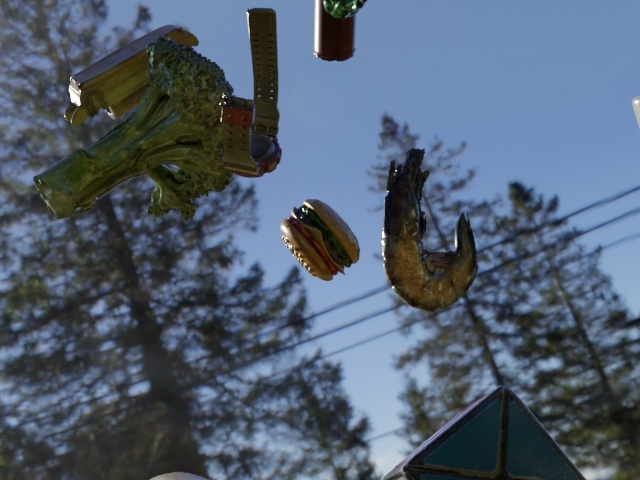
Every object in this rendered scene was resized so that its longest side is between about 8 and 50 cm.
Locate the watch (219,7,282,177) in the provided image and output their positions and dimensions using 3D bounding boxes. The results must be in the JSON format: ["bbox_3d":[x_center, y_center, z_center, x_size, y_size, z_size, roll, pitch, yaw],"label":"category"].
[{"bbox_3d":[-0.112,-0.225,1.562,0.102,0.164,0.268,11,-38,8],"label":"watch"}]

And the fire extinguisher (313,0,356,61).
[{"bbox_3d":[0.018,-0.610,2.329,0.106,0.147,0.336,-52,-30,-49],"label":"fire extinguisher"}]

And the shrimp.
[{"bbox_3d":[0.240,-0.024,2.100,0.233,0.364,0.071,10,-19,-19],"label":"shrimp"}]

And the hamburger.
[{"bbox_3d":[0.000,0.000,1.808,0.115,0.162,0.162,-40,-17,-5],"label":"hamburger"}]

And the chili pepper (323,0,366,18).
[{"bbox_3d":[0.069,-0.538,2.031,0.083,0.099,0.253,-35,6,-12],"label":"chili pepper"}]

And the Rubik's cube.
[{"bbox_3d":[0.299,0.447,1.757,0.259,0.260,0.255,-39,-10,-15],"label":"Rubik's cube"}]

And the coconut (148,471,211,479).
[{"bbox_3d":[-0.211,0.510,1.594,0.239,0.239,0.244,-12,7,-26],"label":"coconut"}]

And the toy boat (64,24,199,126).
[{"bbox_3d":[-0.380,-0.326,1.939,0.310,0.089,0.115,-35,-54,-19],"label":"toy boat"}]

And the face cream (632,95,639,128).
[{"bbox_3d":[0.529,-0.068,1.376,0.089,0.314,0.143,-18,1,-20],"label":"face cream"}]

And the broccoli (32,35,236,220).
[{"bbox_3d":[-0.315,-0.200,1.781,0.397,0.353,0.275,2,10,-44],"label":"broccoli"}]
